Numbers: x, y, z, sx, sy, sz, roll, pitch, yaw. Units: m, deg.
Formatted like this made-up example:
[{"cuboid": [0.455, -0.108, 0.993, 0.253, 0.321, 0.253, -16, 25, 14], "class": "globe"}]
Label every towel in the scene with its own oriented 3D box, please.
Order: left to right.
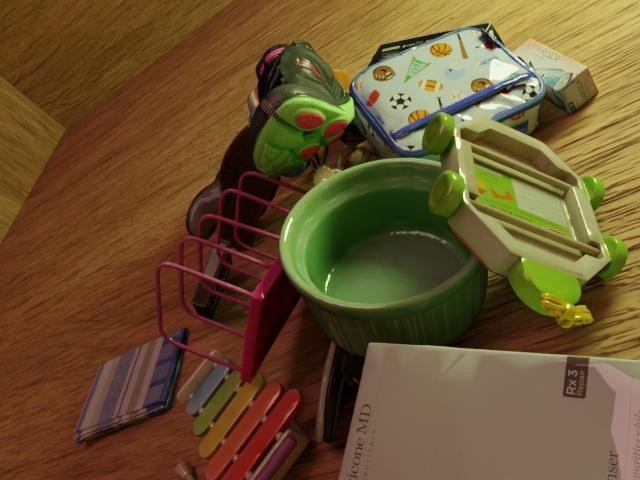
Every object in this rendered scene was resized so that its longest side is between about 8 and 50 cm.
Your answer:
[{"cuboid": [-0.413, 0.318, 1.358, 0.285, 0.034, 0.209, -26, 37, 25], "class": "towel"}]

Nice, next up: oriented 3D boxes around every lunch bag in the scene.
[{"cuboid": [0.220, -0.234, 1.060, 0.303, 0.115, 0.243, -26, 55, -7], "class": "lunch bag"}]

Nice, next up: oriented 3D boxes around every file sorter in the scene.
[{"cuboid": [-0.127, 0.044, 1.055, 0.182, 0.202, 0.291, 21, 42, 10], "class": "file sorter"}]

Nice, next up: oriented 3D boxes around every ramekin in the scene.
[{"cuboid": [0.103, 0.028, 0.915, 0.303, 0.148, 0.303, -10, 43, 9], "class": "ramekin"}]

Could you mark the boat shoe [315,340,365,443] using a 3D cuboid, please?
[{"cuboid": [0.042, 0.196, 0.943, 0.079, 0.084, 0.233, 14, 56, 5], "class": "boat shoe"}]

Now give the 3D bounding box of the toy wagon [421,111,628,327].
[{"cuboid": [0.259, -0.027, 0.789, 0.068, 0.267, 0.344, 124, 159, -43], "class": "toy wagon"}]

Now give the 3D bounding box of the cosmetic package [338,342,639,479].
[{"cuboid": [0.213, 0.232, 0.629, 0.385, 0.156, 0.217, -7, 62, 43], "class": "cosmetic package"}]

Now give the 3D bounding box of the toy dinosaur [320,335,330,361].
[{"cuboid": [0.031, 0.162, 1.034, 0.090, 0.047, 0.082, -36, 54, -6], "class": "toy dinosaur"}]

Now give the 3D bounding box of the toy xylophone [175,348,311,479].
[{"cuboid": [-0.145, 0.323, 1.016, 0.322, 0.081, 0.236, 13, 66, 53], "class": "toy xylophone"}]

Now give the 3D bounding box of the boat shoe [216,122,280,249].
[{"cuboid": [-0.146, -0.133, 1.358, 0.123, 0.123, 0.342, -67, -4, -47], "class": "boat shoe"}]

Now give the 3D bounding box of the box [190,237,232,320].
[{"cuboid": [-0.222, 0.090, 1.290, 0.225, 0.036, 0.136, 116, 173, -73], "class": "box"}]

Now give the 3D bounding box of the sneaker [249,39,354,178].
[{"cuboid": [-0.057, -0.248, 1.118, 0.185, 0.202, 0.483, -35, 10, 13], "class": "sneaker"}]

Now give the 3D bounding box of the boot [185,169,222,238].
[{"cuboid": [-0.227, -0.104, 1.557, 0.161, 0.083, 0.246, 14, 67, 46], "class": "boot"}]

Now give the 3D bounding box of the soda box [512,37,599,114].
[{"cuboid": [0.399, -0.290, 1.083, 0.063, 0.058, 0.183, -39, 34, 10], "class": "soda box"}]

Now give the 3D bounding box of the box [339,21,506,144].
[{"cuboid": [0.197, -0.325, 1.323, 0.322, 0.079, 0.257, 8, 63, 51], "class": "box"}]

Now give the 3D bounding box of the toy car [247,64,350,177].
[{"cuboid": [-0.026, -0.300, 1.437, 0.238, 0.210, 0.219, -27, 27, 13], "class": "toy car"}]

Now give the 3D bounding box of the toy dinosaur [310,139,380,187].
[{"cuboid": [0.088, -0.148, 1.225, 0.295, 0.127, 0.200, -33, 29, 10], "class": "toy dinosaur"}]
